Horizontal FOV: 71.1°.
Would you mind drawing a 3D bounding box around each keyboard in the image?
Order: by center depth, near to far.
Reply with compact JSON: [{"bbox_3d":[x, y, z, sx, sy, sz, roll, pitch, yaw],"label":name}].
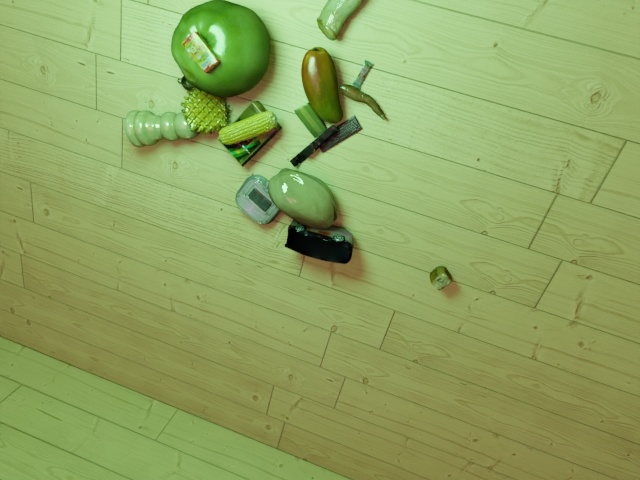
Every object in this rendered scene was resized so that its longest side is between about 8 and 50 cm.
[{"bbox_3d":[0.073,-0.430,1.821,0.198,0.010,0.063,-27,103,26],"label":"keyboard"}]

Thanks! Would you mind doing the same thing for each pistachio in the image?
[{"bbox_3d":[-0.068,-0.171,1.879,0.332,0.207,0.226,29,127,-13],"label":"pistachio"}]

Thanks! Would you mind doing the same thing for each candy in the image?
[{"bbox_3d":[-0.394,-0.622,1.481,0.062,0.038,0.121,-35,101,18],"label":"candy"}]

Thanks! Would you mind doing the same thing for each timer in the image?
[{"bbox_3d":[-0.273,-0.181,2.011,0.209,0.069,0.190,40,116,-3],"label":"timer"}]

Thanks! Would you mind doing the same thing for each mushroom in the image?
[{"bbox_3d":[0.102,-0.875,1.555,0.123,0.095,0.351,42,119,15],"label":"mushroom"}]

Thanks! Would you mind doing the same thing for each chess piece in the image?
[{"bbox_3d":[-0.667,-0.493,1.932,0.300,0.167,0.166,-2,114,12],"label":"chess piece"}]

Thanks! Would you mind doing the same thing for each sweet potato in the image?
[{"bbox_3d":[0.169,-0.538,1.721,0.214,0.050,0.050,31,120,-6],"label":"sweet potato"}]

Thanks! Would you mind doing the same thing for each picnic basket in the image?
[{"bbox_3d":[-0.551,-0.654,1.857,0.072,0.083,0.071,7,117,14],"label":"picnic basket"}]

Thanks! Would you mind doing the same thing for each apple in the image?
[{"bbox_3d":[-0.360,-0.699,1.648,0.358,0.357,0.356,7,116,14],"label":"apple"}]

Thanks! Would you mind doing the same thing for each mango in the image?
[{"bbox_3d":[0.005,-0.577,1.693,0.129,0.146,0.288,-6,114,24],"label":"mango"}]

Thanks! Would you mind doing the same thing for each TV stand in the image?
[{"bbox_3d":[-0.026,-0.389,1.842,0.249,0.042,0.036,-35,94,31],"label":"TV stand"}]

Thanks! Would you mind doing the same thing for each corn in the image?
[{"bbox_3d":[-0.289,-0.451,1.801,0.249,0.081,0.081,-15,109,20],"label":"corn"}]

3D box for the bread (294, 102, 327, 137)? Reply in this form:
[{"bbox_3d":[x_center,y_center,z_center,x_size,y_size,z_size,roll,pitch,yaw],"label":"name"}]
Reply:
[{"bbox_3d":[-0.036,-0.477,1.789,0.074,0.084,0.139,-19,108,23],"label":"bread"}]

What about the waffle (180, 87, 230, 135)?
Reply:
[{"bbox_3d":[-0.473,-0.538,1.855,0.197,0.070,0.192,-20,101,-22],"label":"waffle"}]

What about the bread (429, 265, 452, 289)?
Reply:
[{"bbox_3d":[0.519,0.162,1.937,0.083,0.070,0.076,-39,100,25],"label":"bread"}]

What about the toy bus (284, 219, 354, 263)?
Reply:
[{"bbox_3d":[0.000,0.000,1.969,0.303,0.147,0.127,13,122,8],"label":"toy bus"}]

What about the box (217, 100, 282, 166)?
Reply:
[{"bbox_3d":[-0.298,-0.449,1.888,0.240,0.071,0.159,-38,102,27],"label":"box"}]

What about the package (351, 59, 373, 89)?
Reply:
[{"bbox_3d":[0.158,-0.628,1.698,0.037,0.015,0.110,29,121,-4],"label":"package"}]
